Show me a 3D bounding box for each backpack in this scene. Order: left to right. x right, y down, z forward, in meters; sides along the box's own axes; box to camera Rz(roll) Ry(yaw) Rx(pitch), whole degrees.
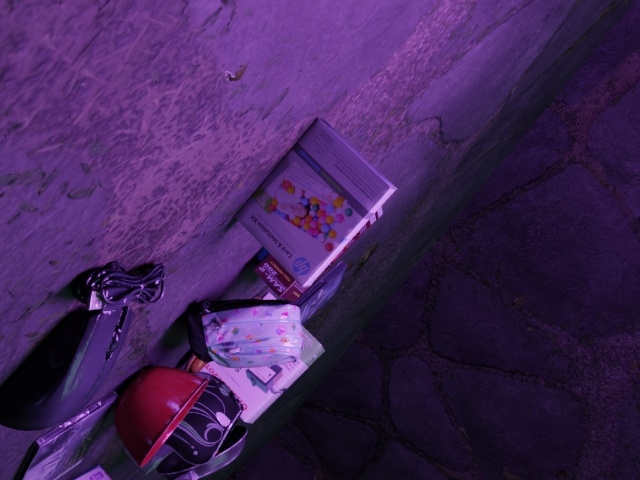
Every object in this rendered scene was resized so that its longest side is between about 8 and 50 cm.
[{"bbox_3d":[-0.119,0.153,1.407,0.181,0.115,0.152,-5,172,3],"label":"backpack"}]

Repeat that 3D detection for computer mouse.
[{"bbox_3d":[-0.292,0.146,1.039,0.272,0.072,0.188,-48,169,11],"label":"computer mouse"}]

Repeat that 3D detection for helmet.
[{"bbox_3d":[-0.245,0.331,1.614,0.169,0.161,0.169,-59,176,-6],"label":"helmet"}]

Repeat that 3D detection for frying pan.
[{"bbox_3d":[-0.226,0.434,1.649,0.197,0.053,0.326,-23,-175,-7],"label":"frying pan"}]

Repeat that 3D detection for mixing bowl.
[{"bbox_3d":[-0.282,0.280,1.428,0.181,0.098,0.181,-53,176,-5],"label":"mixing bowl"}]

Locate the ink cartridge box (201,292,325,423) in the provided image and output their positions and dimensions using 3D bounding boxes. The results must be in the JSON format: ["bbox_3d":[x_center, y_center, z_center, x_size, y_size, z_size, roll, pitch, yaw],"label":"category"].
[{"bbox_3d":[-0.125,0.242,1.730,0.219,0.160,0.092,-45,167,-6],"label":"ink cartridge box"}]

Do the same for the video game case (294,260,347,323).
[{"bbox_3d":[-0.048,0.177,2.118,0.274,0.026,0.196,-42,168,-24],"label":"video game case"}]

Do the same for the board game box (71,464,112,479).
[{"bbox_3d":[-0.396,0.590,1.576,0.064,0.316,0.242,-48,168,16],"label":"board game box"}]

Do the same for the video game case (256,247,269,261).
[{"bbox_3d":[-0.045,-0.010,1.515,0.119,0.015,0.166,-47,169,10],"label":"video game case"}]

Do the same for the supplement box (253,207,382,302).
[{"bbox_3d":[0.000,0.000,1.483,0.239,0.073,0.130,-45,168,-3],"label":"supplement box"}]

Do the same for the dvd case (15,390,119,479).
[{"bbox_3d":[-0.428,0.350,1.391,0.164,0.018,0.221,-31,162,-51],"label":"dvd case"}]

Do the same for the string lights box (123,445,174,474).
[{"bbox_3d":[-0.297,0.397,1.861,0.133,0.077,0.259,-51,167,26],"label":"string lights box"}]

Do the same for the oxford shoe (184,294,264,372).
[{"bbox_3d":[-0.168,0.193,1.628,0.212,0.076,0.076,-38,168,-27],"label":"oxford shoe"}]

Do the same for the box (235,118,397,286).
[{"bbox_3d":[-0.009,-0.052,1.178,0.186,0.145,0.038,-48,166,14],"label":"box"}]
